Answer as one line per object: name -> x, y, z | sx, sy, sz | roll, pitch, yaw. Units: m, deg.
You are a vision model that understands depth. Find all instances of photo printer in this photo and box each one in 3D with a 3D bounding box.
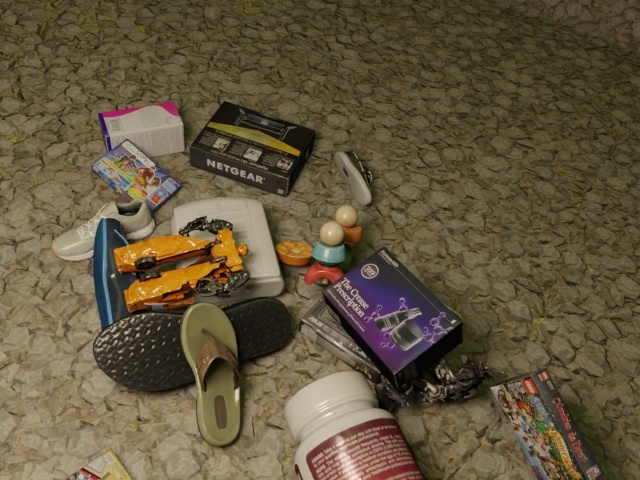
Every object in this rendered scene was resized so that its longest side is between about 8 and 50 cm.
photo printer -> -0.246, 0.015, 1.633 | 0.256, 0.107, 0.307 | -7, 51, -15

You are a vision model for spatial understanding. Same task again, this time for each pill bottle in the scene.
pill bottle -> 0.085, 0.465, 1.221 | 0.224, 0.224, 0.392 | -13, 53, -20

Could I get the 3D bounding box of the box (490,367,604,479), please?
box -> 0.466, 0.393, 1.340 | 0.044, 0.159, 0.233 | -21, 76, -24

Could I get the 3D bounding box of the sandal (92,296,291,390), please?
sandal -> -0.281, 0.227, 1.439 | 0.445, 0.107, 0.167 | -6, 90, -29

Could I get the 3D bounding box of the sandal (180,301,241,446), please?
sandal -> -0.213, 0.275, 1.350 | 0.120, 0.086, 0.303 | -7, 79, -30

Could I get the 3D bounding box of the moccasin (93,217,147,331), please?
moccasin -> -0.466, 0.107, 1.520 | 0.117, 0.138, 0.342 | 0, 65, -31

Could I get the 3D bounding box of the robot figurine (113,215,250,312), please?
robot figurine -> -0.305, 0.056, 1.453 | 0.291, 0.085, 0.211 | -13, 64, -20

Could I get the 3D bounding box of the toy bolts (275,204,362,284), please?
toy bolts -> 0.000, 0.000, 1.596 | 0.218, 0.158, 0.228 | 8, 21, -2

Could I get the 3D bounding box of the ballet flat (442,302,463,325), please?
ballet flat -> 0.220, 0.163, 1.528 | 0.241, 0.091, 0.077 | 10, 30, -5

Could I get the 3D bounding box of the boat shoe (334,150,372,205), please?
boat shoe -> 0.114, -0.192, 1.893 | 0.070, 0.078, 0.219 | -12, 51, -18

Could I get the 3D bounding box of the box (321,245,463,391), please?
box -> 0.155, 0.165, 1.403 | 0.184, 0.103, 0.261 | -34, 54, -14

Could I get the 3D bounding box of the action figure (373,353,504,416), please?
action figure -> 0.263, 0.300, 1.440 | 0.275, 0.164, 0.141 | -12, 57, -12

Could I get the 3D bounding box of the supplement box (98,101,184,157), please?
supplement box -> -0.518, -0.315, 1.872 | 0.220, 0.114, 0.111 | -14, 53, -19

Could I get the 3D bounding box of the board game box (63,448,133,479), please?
board game box -> -0.399, 0.536, 1.198 | 0.165, 0.042, 0.243 | -30, 60, -30

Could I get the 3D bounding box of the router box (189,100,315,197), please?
router box -> -0.198, -0.277, 1.912 | 0.309, 0.081, 0.243 | 19, 49, 7

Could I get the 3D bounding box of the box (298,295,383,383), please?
box -> 0.091, 0.210, 1.554 | 0.231, 0.056, 0.183 | 32, 50, 17

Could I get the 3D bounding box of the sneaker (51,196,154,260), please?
sneaker -> -0.553, -0.043, 1.623 | 0.262, 0.121, 0.099 | -24, 56, -27

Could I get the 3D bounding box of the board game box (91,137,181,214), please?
board game box -> -0.502, -0.172, 1.757 | 0.201, 0.035, 0.136 | 41, 53, -1
